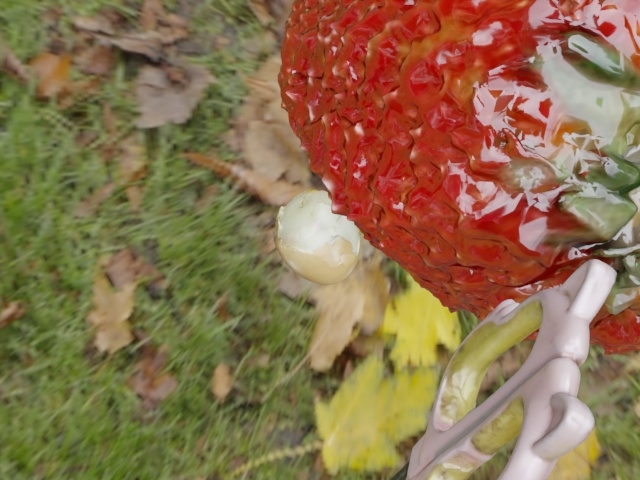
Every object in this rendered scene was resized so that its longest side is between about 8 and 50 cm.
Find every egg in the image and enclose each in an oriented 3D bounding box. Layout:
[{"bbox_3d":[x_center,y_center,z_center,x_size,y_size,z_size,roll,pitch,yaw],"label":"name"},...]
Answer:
[{"bbox_3d":[0.000,0.000,1.463,0.071,0.071,0.083,-33,122,5],"label":"egg"}]

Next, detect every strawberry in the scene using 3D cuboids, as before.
[{"bbox_3d":[0.110,-0.074,1.053,0.267,0.351,0.312,-42,127,-27],"label":"strawberry"}]

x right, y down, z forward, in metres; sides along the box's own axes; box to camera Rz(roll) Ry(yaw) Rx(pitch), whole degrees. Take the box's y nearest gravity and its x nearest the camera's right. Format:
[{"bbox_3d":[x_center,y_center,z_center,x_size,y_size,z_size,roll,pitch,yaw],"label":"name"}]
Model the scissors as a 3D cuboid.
[{"bbox_3d":[0.049,0.126,0.873,0.024,0.160,0.317,27,138,-13],"label":"scissors"}]
